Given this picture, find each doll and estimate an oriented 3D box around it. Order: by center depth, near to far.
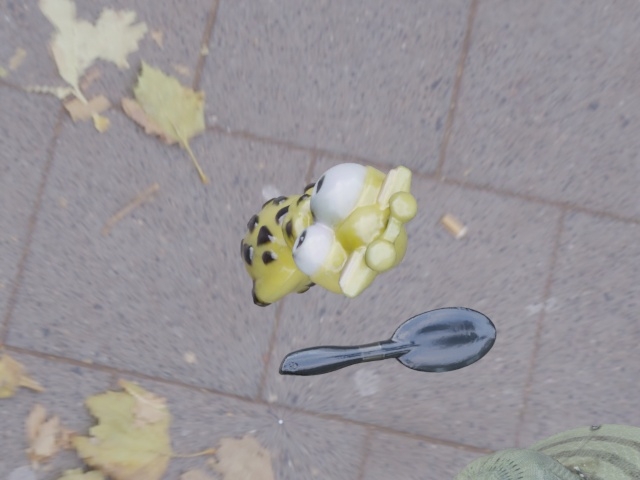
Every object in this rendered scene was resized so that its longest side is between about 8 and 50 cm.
[{"bbox_3d":[-0.001,0.000,1.150,0.086,0.291,0.117,24,81,-16],"label":"doll"}]

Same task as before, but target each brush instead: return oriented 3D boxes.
[{"bbox_3d":[0.025,0.040,0.528,0.083,0.008,0.024,-9,95,-14],"label":"brush"}]

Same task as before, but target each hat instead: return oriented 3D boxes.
[{"bbox_3d":[0.136,0.204,1.001,0.252,0.252,0.110,-47,120,-6],"label":"hat"}]
